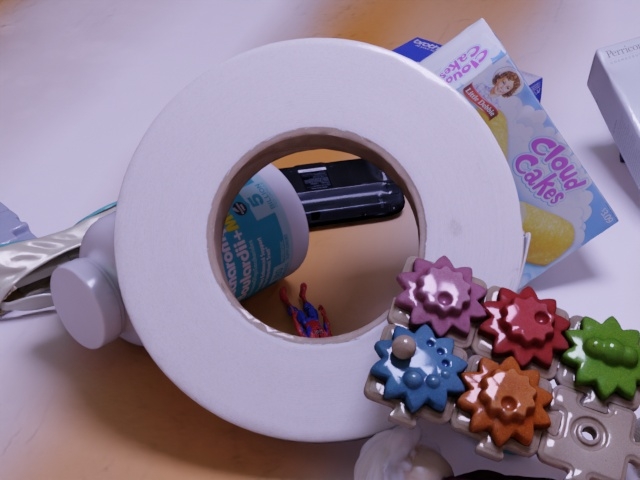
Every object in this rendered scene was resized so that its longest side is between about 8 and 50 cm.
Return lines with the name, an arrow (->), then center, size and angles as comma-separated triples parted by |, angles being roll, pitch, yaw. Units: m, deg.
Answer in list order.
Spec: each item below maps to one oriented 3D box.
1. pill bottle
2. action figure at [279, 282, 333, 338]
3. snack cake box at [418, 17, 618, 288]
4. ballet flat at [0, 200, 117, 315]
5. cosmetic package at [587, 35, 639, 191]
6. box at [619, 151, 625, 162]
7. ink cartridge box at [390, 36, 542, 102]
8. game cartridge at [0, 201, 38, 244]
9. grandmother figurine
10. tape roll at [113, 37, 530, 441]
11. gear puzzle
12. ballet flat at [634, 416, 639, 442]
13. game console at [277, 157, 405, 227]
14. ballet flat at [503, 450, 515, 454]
pill bottle -> -0.150, 0.018, 1.543 | 0.264, 0.146, 0.146 | -29, 43, -35
action figure -> -0.013, 0.084, 1.551 | 0.038, 0.030, 0.115 | -6, 35, -19
snack cake box -> 0.185, -0.084, 1.557 | 0.152, 0.264, 0.089 | -35, 34, 10
ballet flat -> -0.272, 0.025, 1.609 | 0.248, 0.086, 0.086 | -22, 39, -27
cosmetic package -> 0.414, -0.132, 1.733 | 0.117, 0.085, 0.231 | -18, 64, -7
box -> 0.460, -0.173, 1.885 | 0.158, 0.093, 0.156 | 1, 33, 4
ink cartridge box -> 0.187, -0.215, 1.991 | 0.207, 0.046, 0.097 | 23, 38, 32
game cartridge -> -0.482, -0.018, 1.686 | 0.198, 0.062, 0.297 | -29, 42, -30
grandmother figurine -> 0.167, 0.250, 1.240 | 0.342, 0.104, 0.208 | 22, 11, 34
tape roll -> 0.000, 0.000, 1.400 | 0.392, 0.392, 0.072 | 2, -10, 3
gear puzzle -> 0.214, 0.124, 1.279 | 0.339, 0.044, 0.175 | 20, 54, 2
ballet flat -> 0.335, 0.214, 1.327 | 0.052, 0.057, 0.168 | -32, 44, -26
game console -> 0.072, -0.074, 1.781 | 0.361, 0.044, 0.213 | -8, 32, -12
ballet flat -> 0.156, 0.114, 1.457 | 0.077, 0.077, 0.231 | -7, 34, -12
